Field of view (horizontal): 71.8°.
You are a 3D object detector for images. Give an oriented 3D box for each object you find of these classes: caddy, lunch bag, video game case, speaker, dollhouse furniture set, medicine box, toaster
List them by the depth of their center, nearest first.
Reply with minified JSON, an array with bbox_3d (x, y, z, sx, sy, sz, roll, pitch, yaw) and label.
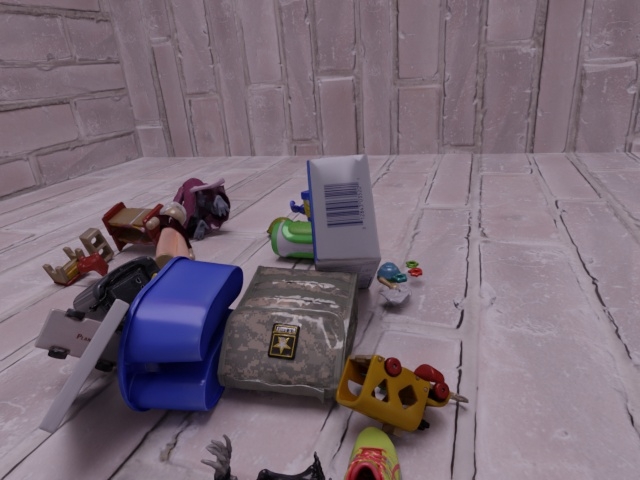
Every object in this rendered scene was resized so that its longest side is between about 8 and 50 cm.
[{"bbox_3d":[-0.401,0.204,0.777,0.025,0.204,0.285,31,-21,-17],"label":"video game case"},{"bbox_3d":[-0.270,0.175,0.868,0.179,0.241,0.341,5,23,5],"label":"caddy"},{"bbox_3d":[-0.052,0.186,0.896,0.236,0.168,0.287,3,31,10],"label":"lunch bag"},{"bbox_3d":[-0.504,0.141,1.104,0.147,0.129,0.227,-24,13,33],"label":"toaster"},{"bbox_3d":[0.051,-0.030,1.123,0.149,0.263,0.289,-5,-20,-2],"label":"medicine box"},{"bbox_3d":[0.000,0.000,1.400,0.297,0.131,0.131,3,23,18],"label":"speaker"},{"bbox_3d":[-0.685,0.031,1.487,0.202,0.152,0.374,5,41,22],"label":"dollhouse furniture set"}]

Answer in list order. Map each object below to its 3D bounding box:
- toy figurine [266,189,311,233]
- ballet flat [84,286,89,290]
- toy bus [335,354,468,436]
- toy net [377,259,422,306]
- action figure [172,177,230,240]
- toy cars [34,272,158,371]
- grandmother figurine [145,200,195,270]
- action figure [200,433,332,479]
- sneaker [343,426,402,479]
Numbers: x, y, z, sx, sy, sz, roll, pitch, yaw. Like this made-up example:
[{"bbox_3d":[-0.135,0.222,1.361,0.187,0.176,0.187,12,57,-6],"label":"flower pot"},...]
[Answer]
[{"bbox_3d":[-0.018,-0.120,1.581,0.363,0.217,0.191,7,25,26],"label":"toy figurine"},{"bbox_3d":[-0.557,0.135,1.259,0.213,0.072,0.068,-22,58,-31],"label":"ballet flat"},{"bbox_3d":[0.126,0.264,0.727,0.202,0.191,0.104,10,64,26],"label":"toy bus"},{"bbox_3d":[0.213,0.119,1.174,0.122,0.045,0.232,0,24,6],"label":"toy net"},{"bbox_3d":[-0.505,-0.167,1.757,0.248,0.275,0.370,-19,39,-17],"label":"action figure"},{"bbox_3d":[-0.414,0.177,0.999,0.394,0.176,0.087,-21,9,-36],"label":"toy cars"},{"bbox_3d":[-0.470,-0.009,1.421,0.104,0.207,0.342,-23,42,1],"label":"grandmother figurine"},{"bbox_3d":[-0.124,0.337,0.561,0.276,0.140,0.164,-8,12,-12],"label":"action figure"},{"bbox_3d":[0.070,0.327,0.608,0.082,0.094,0.208,-2,20,10],"label":"sneaker"}]
